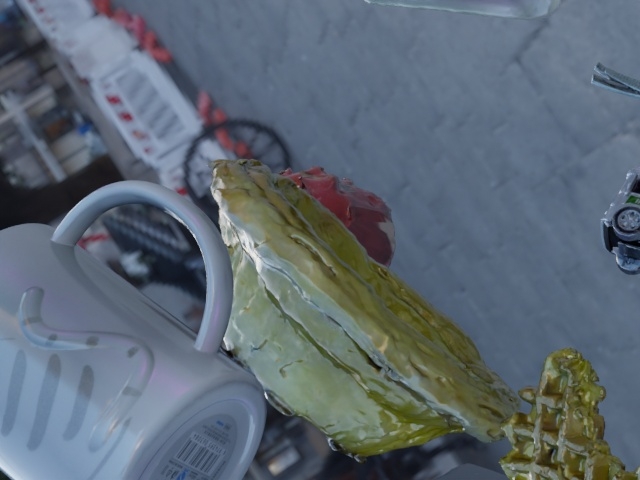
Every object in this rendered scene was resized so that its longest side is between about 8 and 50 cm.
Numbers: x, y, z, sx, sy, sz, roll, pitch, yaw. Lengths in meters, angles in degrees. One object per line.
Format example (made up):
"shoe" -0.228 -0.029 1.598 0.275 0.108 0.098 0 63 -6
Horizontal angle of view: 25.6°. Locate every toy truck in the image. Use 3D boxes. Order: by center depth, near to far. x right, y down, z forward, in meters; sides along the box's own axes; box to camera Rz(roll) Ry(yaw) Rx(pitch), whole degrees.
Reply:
"toy truck" 0.416 -0.009 1.494 0.216 0.116 0.110 18 158 23

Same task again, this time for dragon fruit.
"dragon fruit" 0.000 0.000 1.742 0.163 0.189 0.261 63 -149 -47

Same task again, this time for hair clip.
"hair clip" 0.342 -0.163 1.477 0.115 0.030 0.039 18 137 4

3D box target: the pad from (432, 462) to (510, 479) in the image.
"pad" 0.096 0.265 1.336 0.004 0.181 0.267 62 171 -1

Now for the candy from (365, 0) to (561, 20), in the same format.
"candy" 0.175 -0.344 1.376 0.358 0.208 0.145 -58 -31 -56

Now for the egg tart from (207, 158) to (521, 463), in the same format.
"egg tart" 0.014 0.073 1.215 0.345 0.132 0.345 41 -171 -8

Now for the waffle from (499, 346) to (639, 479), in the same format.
"waffle" 0.206 0.169 1.031 0.051 0.149 0.194 12 -148 -34

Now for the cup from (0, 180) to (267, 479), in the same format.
"cup" -0.098 0.050 0.600 0.133 0.099 0.136 34 129 28
